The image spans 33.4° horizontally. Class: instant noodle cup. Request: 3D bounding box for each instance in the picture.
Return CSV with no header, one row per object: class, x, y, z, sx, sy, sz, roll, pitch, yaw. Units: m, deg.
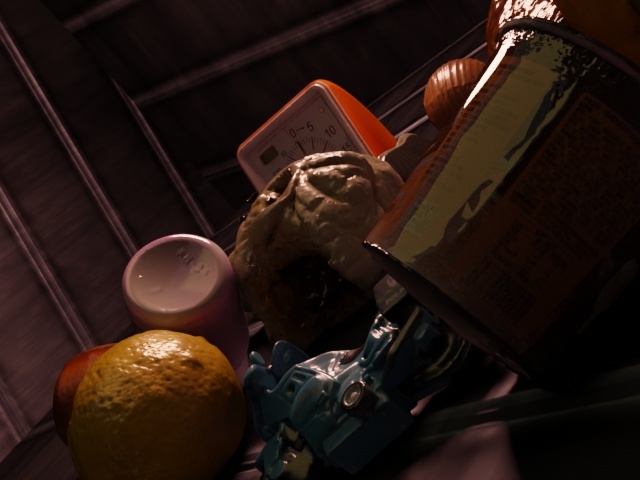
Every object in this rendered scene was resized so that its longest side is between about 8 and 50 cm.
instant noodle cup,0.160,-0.021,0.802,0.207,0.217,0.217,-50,9,-4

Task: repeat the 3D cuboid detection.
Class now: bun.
bun,-0.001,-0.005,1.445,0.281,0.205,0.281,-41,7,6

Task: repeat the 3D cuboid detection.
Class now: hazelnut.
hazelnut,-0.382,0.286,1.889,0.214,0.176,0.214,-47,31,40

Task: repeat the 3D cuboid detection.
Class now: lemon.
lemon,-0.193,0.212,1.275,0.204,0.204,0.260,-37,14,35

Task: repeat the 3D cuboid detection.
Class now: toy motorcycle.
toy motorcycle,0.032,0.123,0.982,0.272,0.123,0.182,-43,30,13

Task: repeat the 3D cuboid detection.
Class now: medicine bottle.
medicine bottle,-0.177,0.119,1.475,0.152,0.152,0.254,-47,-28,-27

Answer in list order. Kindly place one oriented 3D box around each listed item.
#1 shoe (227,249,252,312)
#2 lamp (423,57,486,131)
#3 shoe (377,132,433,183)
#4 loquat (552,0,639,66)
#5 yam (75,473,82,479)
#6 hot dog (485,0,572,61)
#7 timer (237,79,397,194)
shoe,-0.062,0.069,1.698,0.336,0.132,0.171,-32,22,40
lamp,0.234,-0.227,1.722,0.136,0.136,0.136,-42,8,7
shoe,0.132,-0.089,1.646,0.227,0.099,0.112,-32,-28,-61
loquat,0.311,-0.231,0.806,0.328,0.328,0.360,-64,-7,-68
yam,-0.336,0.366,1.676,0.046,0.046,0.264,-48,9,-32
hot dog,0.321,-0.250,1.328,0.267,0.174,0.387,-42,17,22
timer,0.004,-0.140,1.947,0.257,0.250,0.161,-37,10,37
